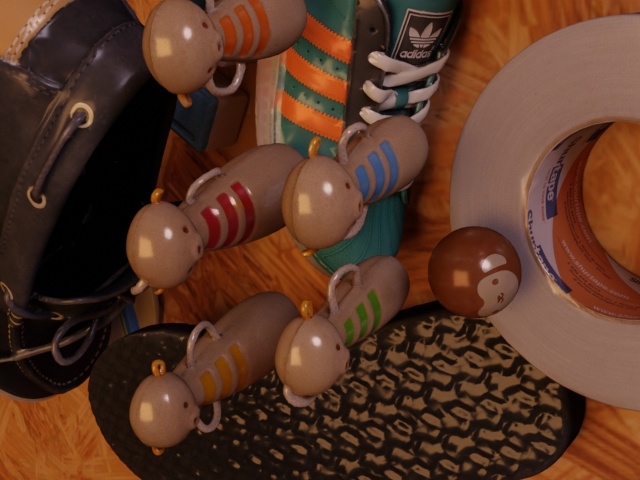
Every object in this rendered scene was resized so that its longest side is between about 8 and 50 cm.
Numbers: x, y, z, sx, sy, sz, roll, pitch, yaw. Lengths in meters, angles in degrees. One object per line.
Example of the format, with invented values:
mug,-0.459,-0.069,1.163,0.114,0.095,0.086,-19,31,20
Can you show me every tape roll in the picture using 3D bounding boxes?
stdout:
tape roll,0.183,-0.018,0.502,0.219,0.072,0.219,16,115,40

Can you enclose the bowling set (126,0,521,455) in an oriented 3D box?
bowling set,0.000,0.000,0.498,0.200,0.154,0.286,13,118,28

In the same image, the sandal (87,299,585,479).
sandal,-0.003,0.132,0.722,0.446,0.107,0.167,-8,97,32

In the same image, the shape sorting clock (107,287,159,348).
shape sorting clock,-0.247,0.044,0.947,0.206,0.040,0.206,13,116,28

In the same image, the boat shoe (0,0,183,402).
boat shoe,-0.201,0.002,0.713,0.156,0.186,0.500,29,140,8

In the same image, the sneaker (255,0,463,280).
sneaker,0.030,-0.115,0.587,0.121,0.108,0.302,6,106,47

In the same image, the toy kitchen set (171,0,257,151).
toy kitchen set,-0.137,-0.177,0.682,0.122,0.166,0.207,41,128,26
